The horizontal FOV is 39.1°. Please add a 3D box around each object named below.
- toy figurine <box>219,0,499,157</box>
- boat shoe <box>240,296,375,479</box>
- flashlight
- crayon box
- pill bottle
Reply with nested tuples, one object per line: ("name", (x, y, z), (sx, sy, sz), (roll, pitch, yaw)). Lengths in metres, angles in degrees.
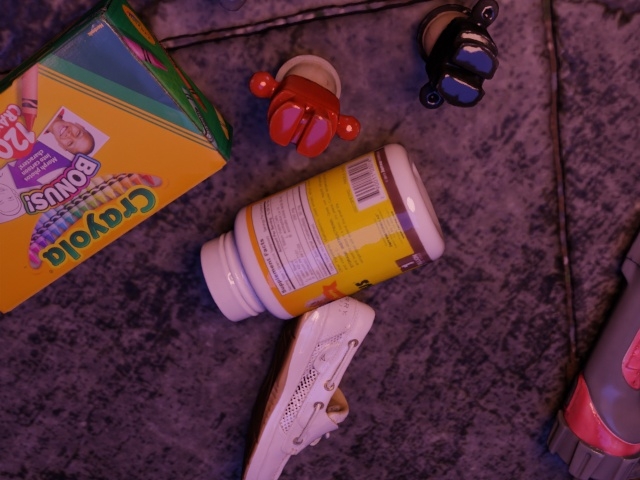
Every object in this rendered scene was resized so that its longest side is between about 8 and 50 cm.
("toy figurine", (0.028, -0.192, 0.727), (0.213, 0.148, 0.210), (-18, 114, 11))
("boat shoe", (-0.016, 0.178, 0.967), (0.096, 0.098, 0.277), (16, 118, -11))
("flashlight", (0.339, 0.117, 0.945), (0.103, 0.103, 0.304), (0, 123, -30))
("crayon box", (-0.238, -0.073, 0.817), (0.278, 0.081, 0.165), (-32, 117, 16))
("pill bottle", (0.000, 0.000, 0.849), (0.214, 0.117, 0.117), (-23, 119, 11))
